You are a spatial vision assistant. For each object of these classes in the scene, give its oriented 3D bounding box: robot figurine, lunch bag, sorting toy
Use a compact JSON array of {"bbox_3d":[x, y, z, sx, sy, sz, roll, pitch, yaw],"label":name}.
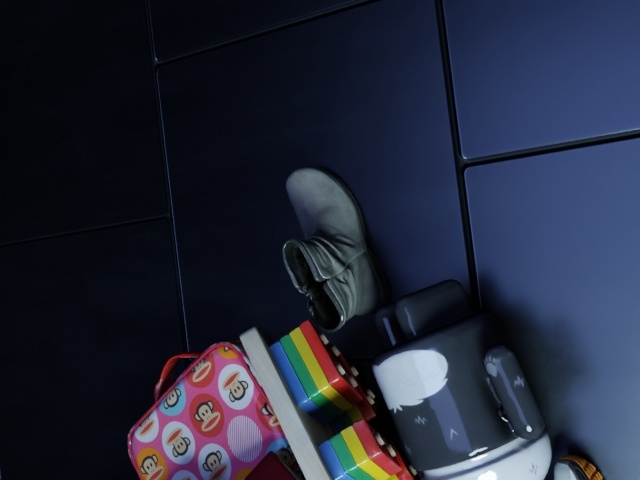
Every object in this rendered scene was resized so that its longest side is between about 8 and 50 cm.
[{"bbox_3d":[0.171,0.192,0.960,0.174,0.209,0.278,-25,80,12],"label":"robot figurine"},{"bbox_3d":[-0.158,0.287,1.176,0.293,0.120,0.258,-44,72,23],"label":"lunch bag"},{"bbox_3d":[0.034,0.238,0.975,0.089,0.255,0.257,-33,55,2],"label":"sorting toy"}]

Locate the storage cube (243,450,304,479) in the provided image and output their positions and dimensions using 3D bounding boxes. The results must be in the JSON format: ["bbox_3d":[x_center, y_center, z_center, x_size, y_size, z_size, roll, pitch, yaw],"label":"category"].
[{"bbox_3d":[-0.042,0.417,0.976,0.193,0.215,0.183,-46,112,-10],"label":"storage cube"}]

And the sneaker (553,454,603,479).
[{"bbox_3d":[0.295,0.392,0.941,0.121,0.099,0.262,-11,85,34],"label":"sneaker"}]

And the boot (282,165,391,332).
[{"bbox_3d":[0.000,0.000,1.052,0.083,0.161,0.246,-35,75,25],"label":"boot"}]
